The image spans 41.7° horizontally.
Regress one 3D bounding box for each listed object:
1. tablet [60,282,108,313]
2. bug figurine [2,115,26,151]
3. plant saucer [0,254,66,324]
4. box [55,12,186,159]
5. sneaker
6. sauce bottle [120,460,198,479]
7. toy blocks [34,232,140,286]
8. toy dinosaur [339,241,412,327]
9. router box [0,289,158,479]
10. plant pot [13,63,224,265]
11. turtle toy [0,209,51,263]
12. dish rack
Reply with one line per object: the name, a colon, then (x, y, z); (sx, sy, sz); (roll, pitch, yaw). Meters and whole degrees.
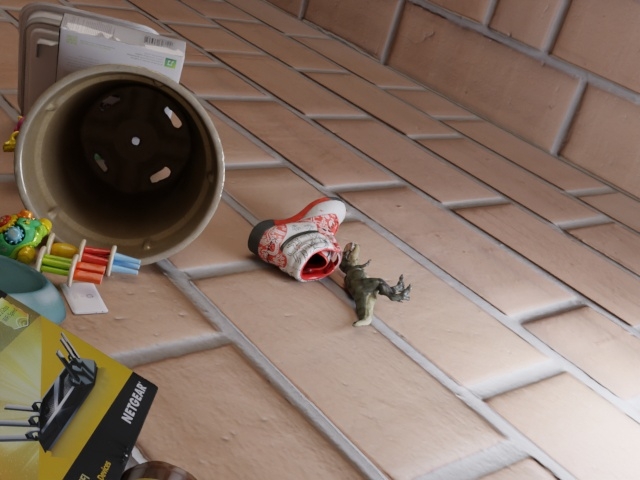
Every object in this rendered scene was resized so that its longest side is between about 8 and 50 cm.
tablet: (-0.364, 0.088, 1.290); (0.054, 0.006, 0.083); (0, 30, -33)
bug figurine: (-0.605, -0.188, 1.540); (0.278, 0.072, 0.216); (-2, -3, -27)
plant saucer: (-0.497, 0.050, 1.127); (0.317, 0.044, 0.317); (17, 6, -2)
box: (-0.410, -0.283, 1.671); (0.232, 0.322, 0.059); (11, 47, -14)
sneaker: (-0.001, 0.001, 1.609); (0.145, 0.090, 0.270); (32, 32, 28)
sauce bottle: (-0.188, 0.344, 0.744); (0.111, 0.111, 0.344); (17, 26, -1)
toy blocks: (-0.363, 0.039, 1.324); (0.148, 0.054, 0.123); (12, 17, -10)
toy dinosaur: (0.100, 0.089, 1.522); (0.118, 0.064, 0.268); (-1, 27, -5)
router box: (-0.311, 0.181, 0.841); (0.243, 0.081, 0.309); (34, 14, -10)
plant pot: (-0.342, -0.154, 1.498); (0.333, 0.334, 0.305); (12, 13, -11)
turtle toy: (-0.487, -0.004, 1.306); (0.130, 0.066, 0.095); (-16, 35, 19)
dish rack: (-0.484, -0.319, 1.736); (0.285, 0.333, 0.072); (10, 52, -14)
